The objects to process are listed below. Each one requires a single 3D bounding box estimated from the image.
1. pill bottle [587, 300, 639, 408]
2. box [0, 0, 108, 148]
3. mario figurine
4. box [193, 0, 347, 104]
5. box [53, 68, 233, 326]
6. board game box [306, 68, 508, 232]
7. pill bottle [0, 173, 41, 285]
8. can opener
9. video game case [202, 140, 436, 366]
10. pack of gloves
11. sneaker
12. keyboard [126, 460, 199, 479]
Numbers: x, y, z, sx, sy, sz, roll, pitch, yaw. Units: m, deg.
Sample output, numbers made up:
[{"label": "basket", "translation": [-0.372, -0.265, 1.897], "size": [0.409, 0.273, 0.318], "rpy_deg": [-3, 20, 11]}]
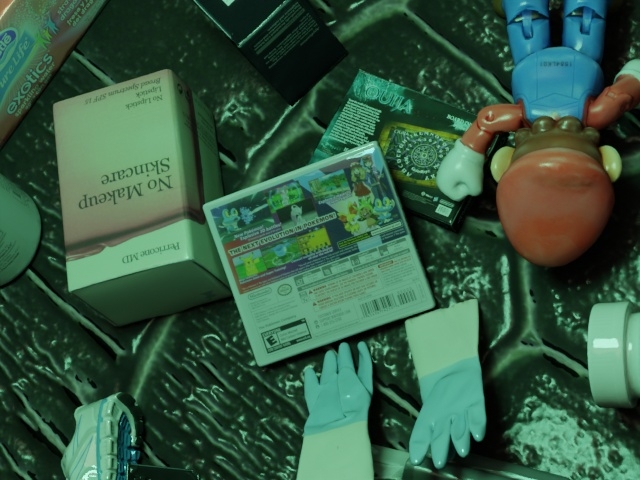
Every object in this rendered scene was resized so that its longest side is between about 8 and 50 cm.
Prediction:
[{"label": "pill bottle", "translation": [0.368, 0.106, 1.604], "size": [0.221, 0.121, 0.121], "rpy_deg": [-3, 69, 20]}, {"label": "box", "translation": [-0.408, -0.230, 2.016], "size": [0.154, 0.142, 0.300], "rpy_deg": [33, 84, 27]}, {"label": "mario figurine", "translation": [0.237, -0.117, 1.758], "size": [0.198, 0.170, 0.321], "rpy_deg": [-19, 56, 43]}, {"label": "box", "translation": [-0.072, -0.255, 1.889], "size": [0.093, 0.158, 0.156], "rpy_deg": [-43, 62, 1]}, {"label": "box", "translation": [-0.193, -0.045, 1.872], "size": [0.148, 0.127, 0.232], "rpy_deg": [-16, 65, 14]}, {"label": "board game box", "translation": [0.093, -0.098, 1.841], "size": [0.186, 0.026, 0.126], "rpy_deg": [24, 79, 27]}, {"label": "pill bottle", "translation": [-0.417, -0.041, 1.896], "size": [0.131, 0.229, 0.131], "rpy_deg": [-8, 67, 18]}, {"label": "can opener", "translation": [0.111, 0.243, 1.688], "size": [0.280, 0.074, 0.093], "rpy_deg": [7, 107, 24]}, {"label": "video game case", "translation": [-0.002, 0.015, 1.796], "size": [0.201, 0.023, 0.183], "rpy_deg": [-20, 88, 13]}, {"label": "pack of gloves", "translation": [0.075, 0.170, 1.701], "size": [0.195, 0.046, 0.232], "rpy_deg": [-19, 32, 15]}, {"label": "sneaker", "translation": [-0.239, 0.258, 1.814], "size": [0.083, 0.071, 0.191], "rpy_deg": [-10, 64, 32]}, {"label": "keyboard", "translation": [-0.182, 0.318, 1.762], "size": [0.108, 0.023, 0.180], "rpy_deg": [9, 67, -18]}]
